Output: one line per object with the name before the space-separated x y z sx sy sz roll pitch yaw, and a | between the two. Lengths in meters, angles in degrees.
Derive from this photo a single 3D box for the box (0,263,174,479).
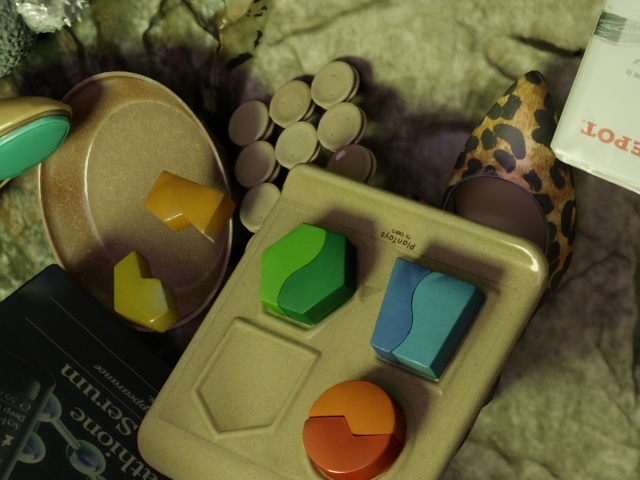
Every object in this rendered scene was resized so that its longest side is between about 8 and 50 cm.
box | -0.218 0.246 1.091 0.293 0.395 0.212 41 121 1

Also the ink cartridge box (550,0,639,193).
ink cartridge box | 0.253 -0.126 0.987 0.153 0.087 0.208 25 111 17

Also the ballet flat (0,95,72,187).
ballet flat | -0.273 -0.066 1.230 0.232 0.080 0.073 -37 69 41

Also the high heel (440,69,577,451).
high heel | 0.097 0.024 1.038 0.093 0.186 0.261 17 109 20

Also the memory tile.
memory tile | -0.012 -0.051 1.125 0.113 0.012 0.148 -24 57 25

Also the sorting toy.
sorting toy | -0.030 0.058 1.030 0.307 0.041 0.229 21 76 34

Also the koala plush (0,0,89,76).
koala plush | -0.294 -0.211 1.190 0.196 0.203 0.221 -38 107 27

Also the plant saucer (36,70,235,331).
plant saucer | -0.133 -0.031 1.199 0.198 0.036 0.198 11 108 34

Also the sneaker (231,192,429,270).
sneaker | 0.000 0.000 1.146 0.170 0.063 0.075 -29 95 32
